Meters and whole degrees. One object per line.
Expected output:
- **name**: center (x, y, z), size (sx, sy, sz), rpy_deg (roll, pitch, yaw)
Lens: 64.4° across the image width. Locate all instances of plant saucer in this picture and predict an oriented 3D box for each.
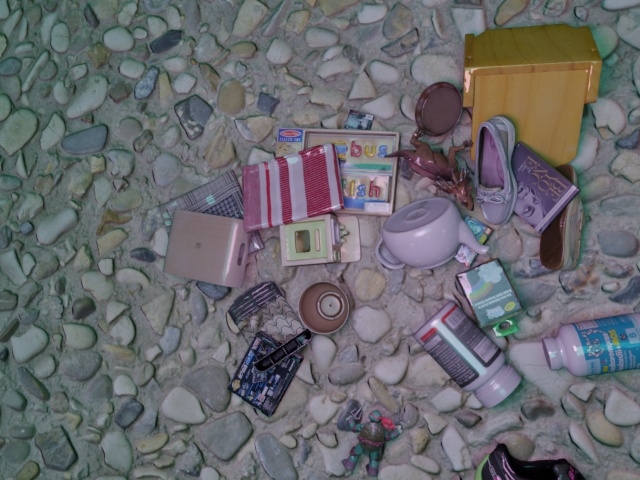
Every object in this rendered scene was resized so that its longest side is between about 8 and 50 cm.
- **plant saucer**: center (0.367, -0.401, 1.563), size (0.168, 0.029, 0.168), rpy_deg (0, 90, 44)

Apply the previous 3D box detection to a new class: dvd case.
- **dvd case**: center (0.599, -0.152, 1.452), size (0.221, 0.018, 0.164), rpy_deg (51, 130, 27)
- **dvd case**: center (0.119, -0.363, 1.665), size (0.087, 0.013, 0.119), rpy_deg (18, 92, 15)

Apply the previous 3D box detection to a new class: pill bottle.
- **pill bottle**: center (0.754, 0.289, 1.382), size (0.264, 0.146, 0.146), rpy_deg (-14, 83, 14)
- **pill bottle**: center (0.421, 0.328, 1.461), size (0.161, 0.161, 0.283), rpy_deg (-45, 77, 8)

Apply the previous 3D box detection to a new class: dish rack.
- **dish rack**: center (-0.171, 0.265, 1.635), size (0.208, 0.074, 0.271), rpy_deg (-33, 70, -7)

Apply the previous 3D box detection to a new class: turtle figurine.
- **turtle figurine**: center (0.151, 0.590, 1.545), size (0.175, 0.118, 0.234), rpy_deg (18, 97, 15)

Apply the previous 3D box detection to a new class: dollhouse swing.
- **dollhouse swing**: center (0.605, -0.425, 1.516), size (0.347, 0.305, 0.315), rpy_deg (1, 45, 15)

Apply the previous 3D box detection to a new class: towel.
- **towel**: center (-0.096, -0.168, 1.602), size (0.329, 0.037, 0.237), rpy_deg (-13, 67, 15)
- **towel**: center (-0.389, -0.046, 1.759), size (0.324, 0.056, 0.312), rpy_deg (-25, 80, 13)

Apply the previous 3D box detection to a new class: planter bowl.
- **planter bowl**: center (0.022, 0.209, 1.603), size (0.162, 0.109, 0.162), rpy_deg (-1, 86, 16)

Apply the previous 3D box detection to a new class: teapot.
- **teapot**: center (0.310, 0.002, 1.500), size (0.253, 0.256, 0.187), rpy_deg (-30, 112, -8)

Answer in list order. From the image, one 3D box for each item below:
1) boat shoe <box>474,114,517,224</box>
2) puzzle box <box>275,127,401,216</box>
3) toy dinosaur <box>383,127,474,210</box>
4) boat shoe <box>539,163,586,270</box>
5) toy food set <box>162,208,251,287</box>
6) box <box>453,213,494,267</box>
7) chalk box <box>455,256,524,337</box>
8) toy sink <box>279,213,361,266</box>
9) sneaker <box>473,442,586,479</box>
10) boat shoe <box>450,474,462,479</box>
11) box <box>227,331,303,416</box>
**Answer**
- **boat shoe**: center (0.490, -0.189, 1.452), size (0.118, 0.103, 0.320), rpy_deg (20, 125, 43)
- **puzzle box**: center (0.048, -0.225, 1.647), size (0.409, 0.052, 0.272), rpy_deg (4, 90, 16)
- **toy dinosaur**: center (0.327, -0.214, 1.472), size (0.296, 0.200, 0.127), rpy_deg (18, 133, 5)
- **boat shoe**: center (0.700, -0.064, 1.453), size (0.098, 0.109, 0.302), rpy_deg (6, 87, -25)
- **toy food set**: center (-0.381, 0.024, 1.694), size (0.306, 0.092, 0.219), rpy_deg (9, 86, 24)
- **box**: center (0.449, 0.002, 1.544), size (0.094, 0.027, 0.137), rpy_deg (34, 95, 16)
- **chalk box**: center (0.495, 0.171, 1.469), size (0.132, 0.132, 0.213), rpy_deg (-24, 81, 11)
- **toy sink**: center (0.000, 0.000, 1.611), size (0.234, 0.131, 0.152), rpy_deg (-4, 85, 15)
- **sneaker**: center (0.666, 0.705, 1.359), size (0.483, 0.185, 0.202), rpy_deg (20, 95, 14)
- **boat shoe**: center (0.395, 0.762, 1.502), size (0.042, 0.049, 0.133), rpy_deg (19, 84, -12)
- **box**: center (-0.182, 0.438, 1.672), size (0.175, 0.051, 0.220), rpy_deg (28, 94, 15)
